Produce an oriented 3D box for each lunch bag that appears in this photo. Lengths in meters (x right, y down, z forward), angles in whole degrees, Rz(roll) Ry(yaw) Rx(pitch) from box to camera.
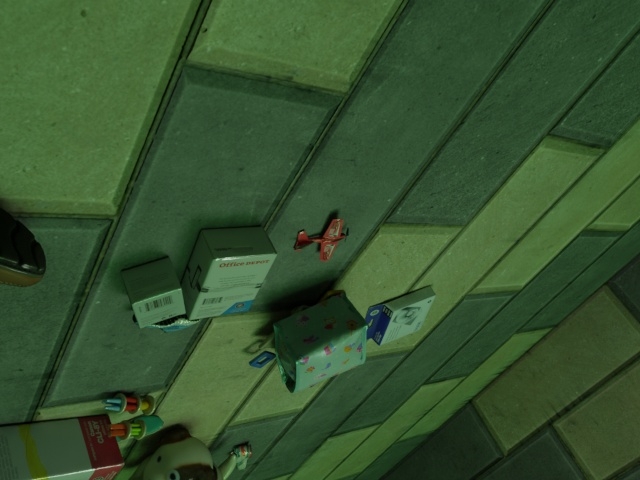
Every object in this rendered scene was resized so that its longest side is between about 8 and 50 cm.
[{"bbox_3d":[-0.001,0.288,1.652,0.223,0.160,0.262,-23,145,-18],"label":"lunch bag"}]

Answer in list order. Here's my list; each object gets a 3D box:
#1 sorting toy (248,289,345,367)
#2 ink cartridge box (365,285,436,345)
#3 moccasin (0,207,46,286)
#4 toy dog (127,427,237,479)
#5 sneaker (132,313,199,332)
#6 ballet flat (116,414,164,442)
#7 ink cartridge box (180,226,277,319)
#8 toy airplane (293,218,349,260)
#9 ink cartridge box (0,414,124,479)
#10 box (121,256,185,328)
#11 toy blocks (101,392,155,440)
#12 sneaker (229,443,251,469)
[{"bbox_3d":[-0.059,0.233,1.722,0.347,0.047,0.196,-44,150,22],"label":"sorting toy"},{"bbox_3d":[0.242,0.253,1.994,0.223,0.045,0.223,-17,146,-20],"label":"ink cartridge box"},{"bbox_3d":[-0.578,0.002,0.874,0.147,0.139,0.380,-44,146,23],"label":"moccasin"},{"bbox_3d":[-0.430,0.774,1.965,0.395,0.285,0.408,-18,145,-20],"label":"toy dog"},{"bbox_3d":[-0.348,0.183,1.395,0.162,0.063,0.073,10,134,-46],"label":"sneaker"},{"bbox_3d":[-0.529,0.529,1.761,0.168,0.057,0.052,-10,171,-23],"label":"ballet flat"},{"bbox_3d":[-0.200,0.069,1.330,0.148,0.086,0.203,-4,139,-35],"label":"ink cartridge box"},{"bbox_3d":[0.000,0.000,1.452,0.151,0.028,0.151,-21,146,-15],"label":"toy airplane"},{"bbox_3d":[-0.738,0.589,1.554,0.384,0.160,0.279,8,132,-47],"label":"ink cartridge box"},{"bbox_3d":[-0.337,0.106,1.269,0.101,0.087,0.102,-18,147,-19],"label":"box"},{"bbox_3d":[-0.512,0.457,1.618,0.148,0.054,0.123,25,85,-53],"label":"toy blocks"},{"bbox_3d":[-0.308,0.809,2.335,0.075,0.057,0.161,5,138,-20],"label":"sneaker"}]
